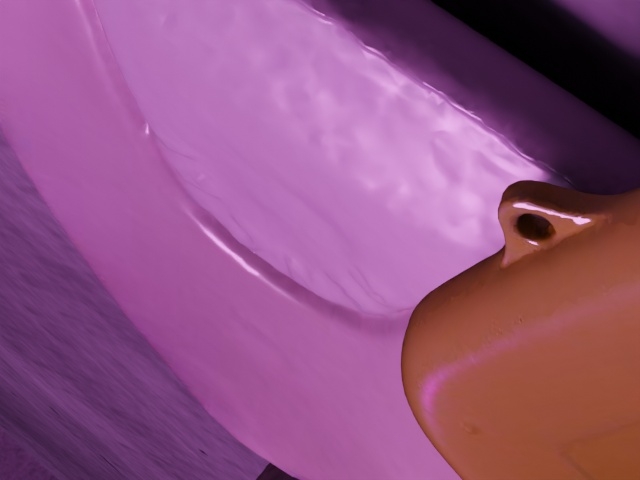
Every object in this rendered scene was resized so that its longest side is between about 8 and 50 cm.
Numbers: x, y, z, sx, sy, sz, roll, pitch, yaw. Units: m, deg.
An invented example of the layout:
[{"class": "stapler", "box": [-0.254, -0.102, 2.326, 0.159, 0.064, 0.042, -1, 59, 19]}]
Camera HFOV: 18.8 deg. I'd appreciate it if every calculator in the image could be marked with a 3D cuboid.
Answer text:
[{"class": "calculator", "box": [0.116, 0.068, 0.347, 0.236, 0.033, 0.157, 40, 147, -15]}]

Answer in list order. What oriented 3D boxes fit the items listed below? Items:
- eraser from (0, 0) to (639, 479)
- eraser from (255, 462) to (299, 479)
[{"class": "eraser", "box": [0.001, -0.001, 0.476, 0.204, 0.059, 0.243, 35, 160, 10]}, {"class": "eraser", "box": [0.019, 0.225, 1.044, 0.077, 0.111, 0.352, 27, 161, 36]}]
